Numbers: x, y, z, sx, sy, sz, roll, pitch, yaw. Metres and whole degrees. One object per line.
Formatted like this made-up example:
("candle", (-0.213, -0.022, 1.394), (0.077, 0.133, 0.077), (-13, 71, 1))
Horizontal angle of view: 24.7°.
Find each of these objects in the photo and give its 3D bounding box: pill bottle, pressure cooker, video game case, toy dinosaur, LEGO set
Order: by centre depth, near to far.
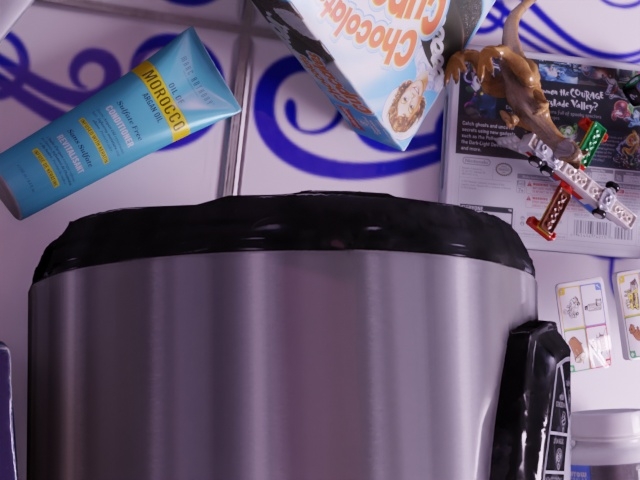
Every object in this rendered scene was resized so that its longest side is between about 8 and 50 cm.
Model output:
("pressure cooker", (-0.022, 0.199, 1.017), (0.370, 0.375, 0.420), (6, 78, -30))
("toy dinosaur", (0.162, -0.142, 1.229), (0.112, 0.064, 0.211), (16, 49, -35))
("pill bottle", (0.249, 0.213, 1.244), (0.078, 0.078, 0.137), (-4, 87, -15))
("LEGO set", (0.256, -0.019, 1.267), (0.182, 0.060, 0.244), (-9, 90, -27))
("video game case", (0.197, -0.077, 1.279), (0.190, 0.022, 0.173), (5, 86, -14))

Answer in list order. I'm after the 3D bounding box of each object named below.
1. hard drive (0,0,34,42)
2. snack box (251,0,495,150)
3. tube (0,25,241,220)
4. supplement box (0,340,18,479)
("hard drive", (-0.321, -0.199, 1.060), (0.203, 0.040, 0.307), (41, 109, -9))
("snack box", (0.031, -0.228, 1.123), (0.187, 0.060, 0.322), (-59, 145, -11))
("tube", (-0.167, -0.089, 1.174), (0.207, 0.052, 0.080), (-33, 105, -21))
("supplement box", (-0.300, 0.164, 0.957), (0.194, 0.356, 0.195), (-3, 88, -15))
